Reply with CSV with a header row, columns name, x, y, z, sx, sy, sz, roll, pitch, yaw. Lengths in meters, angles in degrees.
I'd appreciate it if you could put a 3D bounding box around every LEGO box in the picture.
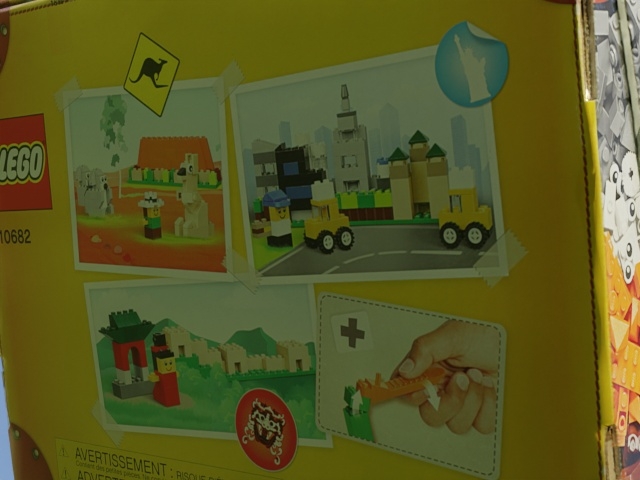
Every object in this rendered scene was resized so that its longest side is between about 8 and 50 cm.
name,x,y,z,sx,sy,sz,roll,pitch,yaw
LEGO box,0.000,0.000,0.697,0.500,0.193,0.373,0,-84,39
